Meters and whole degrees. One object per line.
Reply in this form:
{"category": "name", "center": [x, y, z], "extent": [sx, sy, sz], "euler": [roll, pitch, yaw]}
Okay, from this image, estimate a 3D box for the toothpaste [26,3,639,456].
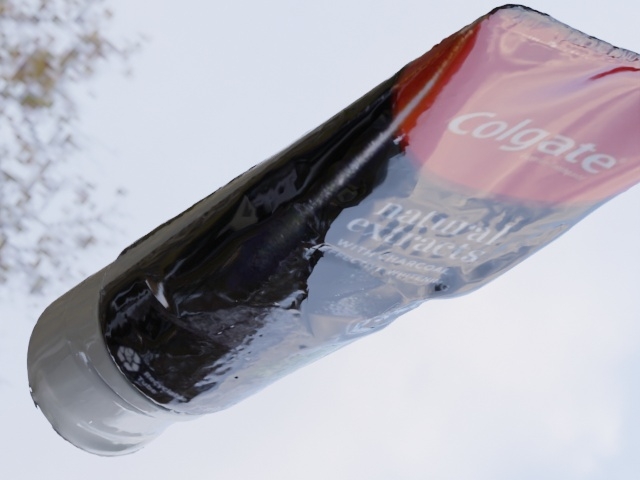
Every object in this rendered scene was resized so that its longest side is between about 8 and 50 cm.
{"category": "toothpaste", "center": [0.000, 0.000, 0.391], "extent": [0.193, 0.071, 0.045], "euler": [-28, -124, 45]}
